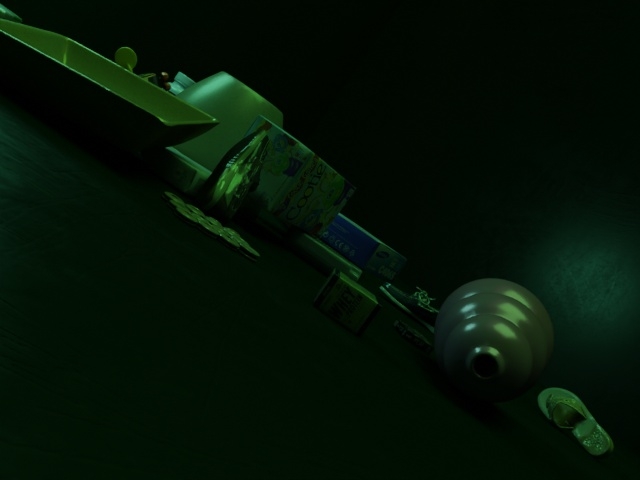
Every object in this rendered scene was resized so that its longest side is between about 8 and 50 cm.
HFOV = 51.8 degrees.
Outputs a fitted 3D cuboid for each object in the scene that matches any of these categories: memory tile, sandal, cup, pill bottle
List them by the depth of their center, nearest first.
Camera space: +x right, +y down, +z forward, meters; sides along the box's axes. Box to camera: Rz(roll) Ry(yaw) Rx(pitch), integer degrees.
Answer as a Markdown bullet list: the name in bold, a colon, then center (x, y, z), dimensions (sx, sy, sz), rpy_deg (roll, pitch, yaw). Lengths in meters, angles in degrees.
- **memory tile**: center (-0.161, -0.021, 0.965), dimensions (0.148, 0.012, 0.113), rpy_deg (33, 4, -32)
- **cup**: center (-0.218, -0.235, 1.490), dimensions (0.331, 0.237, 0.331), rpy_deg (35, 4, -3)
- **sandal**: center (0.581, 0.406, 1.546), dimensions (0.079, 0.088, 0.240), rpy_deg (40, 6, -30)
- **pill bottle**: center (-0.454, -0.415, 2.022), dimensions (0.108, 0.193, 0.108), rpy_deg (35, 4, -3)

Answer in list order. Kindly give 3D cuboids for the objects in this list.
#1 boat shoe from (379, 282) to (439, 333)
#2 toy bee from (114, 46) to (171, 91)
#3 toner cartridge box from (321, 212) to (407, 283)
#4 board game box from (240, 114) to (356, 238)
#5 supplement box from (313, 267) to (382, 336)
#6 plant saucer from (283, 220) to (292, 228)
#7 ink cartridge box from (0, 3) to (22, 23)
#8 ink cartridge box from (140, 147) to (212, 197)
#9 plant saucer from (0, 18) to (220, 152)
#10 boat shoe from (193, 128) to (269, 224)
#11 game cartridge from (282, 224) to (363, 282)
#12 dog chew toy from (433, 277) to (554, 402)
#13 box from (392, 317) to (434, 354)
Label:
- **boat shoe**: center (0.278, 0.182, 1.780), dimensions (0.254, 0.079, 0.095), rpy_deg (36, 4, 15)
- **toy bee**: center (-0.454, -0.383, 1.618), dimensions (0.298, 0.162, 0.195), rpy_deg (-111, -169, -45)
- **toner cartridge box**: center (0.034, -0.032, 1.595), dimensions (0.348, 0.075, 0.165), rpy_deg (37, 5, 33)
- **board game box**: center (-0.059, -0.121, 1.354), dimensions (0.142, 0.144, 0.275), rpy_deg (38, 4, 23)
- **supplement box**: center (0.040, 0.090, 0.979), dimensions (0.083, 0.056, 0.083), rpy_deg (35, 4, -1)
- **plant saucer**: center (0.000, 0.000, 1.907), dimensions (0.258, 0.047, 0.259), rpy_deg (34, 4, -17)
- **ink cartridge box**: center (-0.611, -0.390, 1.049), dimensions (0.219, 0.092, 0.160), rpy_deg (33, 3, -20)
- **ink cartridge box**: center (-0.284, -0.146, 1.234), dimensions (0.225, 0.056, 0.181), rpy_deg (31, 2, 17)
- **plant saucer**: center (-0.356, -0.236, 1.062), dimensions (0.333, 0.081, 0.333), rpy_deg (29, 12, -1)
- **boat shoe**: center (-0.143, -0.112, 1.161), dimensions (0.080, 0.223, 0.073), rpy_deg (-20, -61, 39)
- **game cartridge**: center (0.008, 0.031, 1.523), dimensions (0.196, 0.060, 0.294), rpy_deg (39, 4, 4)
- **dog chew toy**: center (0.279, 0.173, 1.087), dimensions (0.207, 0.206, 0.332), rpy_deg (36, 12, 13)
- **box**: center (0.182, 0.188, 1.301), dimensions (0.067, 0.018, 0.083), rpy_deg (34, 4, -13)
